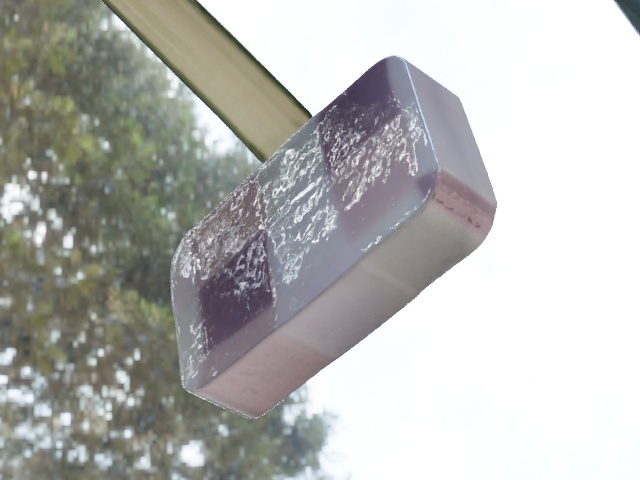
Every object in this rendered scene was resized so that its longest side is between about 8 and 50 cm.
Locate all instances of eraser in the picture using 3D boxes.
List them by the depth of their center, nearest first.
[{"bbox_3d":[0.000,0.000,0.417,0.026,0.065,0.105,30,-58,-32],"label":"eraser"}]

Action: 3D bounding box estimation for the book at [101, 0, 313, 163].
[{"bbox_3d":[-0.107,-0.134,0.592,0.264,0.202,0.027,44,-88,-5],"label":"book"}]

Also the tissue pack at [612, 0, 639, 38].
[{"bbox_3d":[0.153,-0.169,0.546,0.134,0.192,0.271,-26,-40,24],"label":"tissue pack"}]
